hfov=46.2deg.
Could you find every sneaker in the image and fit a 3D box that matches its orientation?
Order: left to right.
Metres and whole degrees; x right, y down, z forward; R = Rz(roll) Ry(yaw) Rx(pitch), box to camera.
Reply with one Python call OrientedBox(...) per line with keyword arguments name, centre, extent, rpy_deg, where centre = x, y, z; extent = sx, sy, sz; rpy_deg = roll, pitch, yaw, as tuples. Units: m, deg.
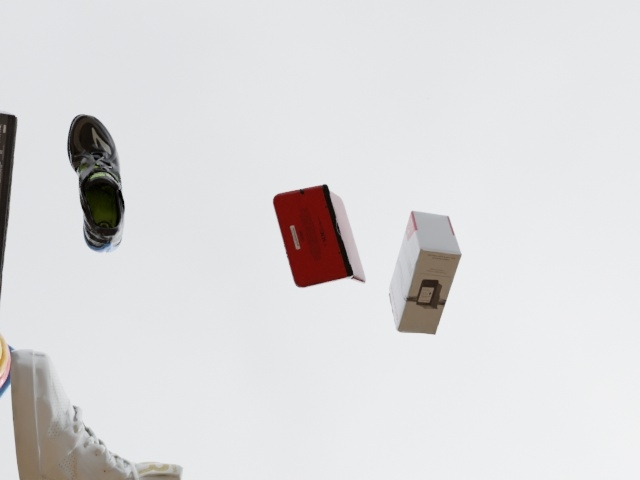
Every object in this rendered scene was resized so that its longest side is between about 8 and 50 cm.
OrientedBox(name="sneaker", centre=(-0.283, -0.079, 0.968), extent=(0.067, 0.078, 0.188), rpy_deg=(-5, -107, -28))
OrientedBox(name="sneaker", centre=(-0.241, 0.244, 0.829), extent=(0.169, 0.108, 0.292), rpy_deg=(-10, -76, -16))

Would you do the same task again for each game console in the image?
OrientedBox(name="game console", centre=(0.000, 0.000, 1.096), extent=(0.124, 0.085, 0.144), rpy_deg=(-12, -106, -13))

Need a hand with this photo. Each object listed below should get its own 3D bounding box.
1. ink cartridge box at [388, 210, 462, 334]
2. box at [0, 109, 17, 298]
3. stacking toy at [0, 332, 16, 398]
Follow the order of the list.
OrientedBox(name="ink cartridge box", centre=(0.152, 0.049, 1.110), extent=(0.063, 0.109, 0.150), rpy_deg=(7, -57, -7))
OrientedBox(name="box", centre=(-0.447, -0.016, 0.786), extent=(0.216, 0.060, 0.270), rpy_deg=(3, -80, -33))
OrientedBox(name="stacking toy", centre=(-0.609, 0.177, 1.267), extent=(0.175, 0.165, 0.302), rpy_deg=(30, -34, -5))
